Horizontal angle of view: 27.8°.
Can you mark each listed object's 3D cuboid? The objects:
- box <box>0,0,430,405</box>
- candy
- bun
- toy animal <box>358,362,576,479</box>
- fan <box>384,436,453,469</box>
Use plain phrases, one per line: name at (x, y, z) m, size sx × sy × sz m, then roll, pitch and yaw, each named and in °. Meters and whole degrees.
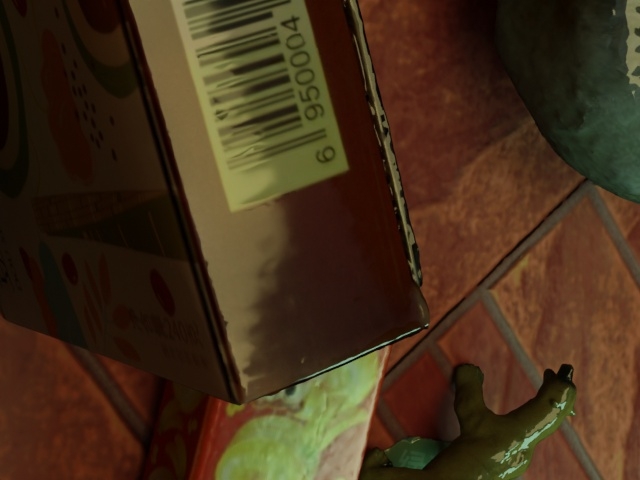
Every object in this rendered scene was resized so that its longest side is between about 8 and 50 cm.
box at (-0.126, -0.109, 0.756) m, size 0.122 × 0.385 × 0.345 m, roll -21°, pitch 103°, yaw -28°
candy at (-0.041, 0.131, 0.973) m, size 0.146 × 0.088 × 0.276 m, roll 9°, pitch 96°, yaw -31°
bun at (0.299, -0.201, 1.105) m, size 0.361 × 0.211 × 0.362 m, roll -1°, pitch 93°, yaw -34°
toy animal at (0.127, 0.187, 1.082) m, size 0.218 × 0.101 × 0.103 m, roll -39°, pitch 107°, yaw -25°
fan at (0.095, 0.238, 1.129) m, size 0.240 × 0.009 × 0.131 m, roll 11°, pitch 85°, yaw -30°
